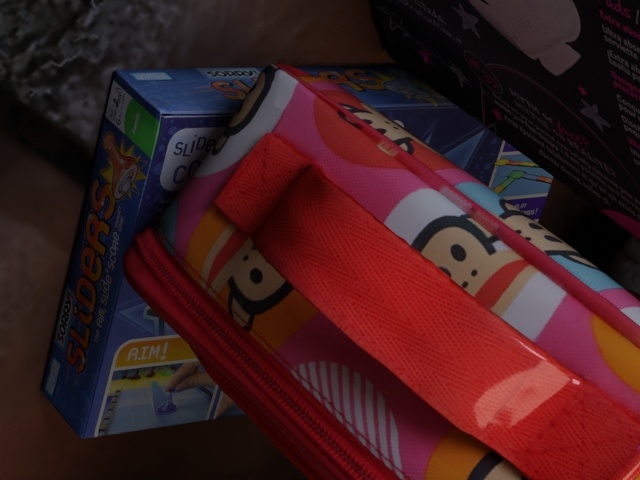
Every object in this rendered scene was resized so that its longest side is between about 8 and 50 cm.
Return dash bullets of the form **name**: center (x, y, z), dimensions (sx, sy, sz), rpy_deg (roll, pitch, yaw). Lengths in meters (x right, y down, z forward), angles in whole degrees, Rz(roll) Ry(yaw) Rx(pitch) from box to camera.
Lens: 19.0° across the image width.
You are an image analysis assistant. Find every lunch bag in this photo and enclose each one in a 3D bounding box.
- **lunch bag**: center (0.076, 0.062, 0.598), dimensions (0.120, 0.293, 0.258), rpy_deg (-51, 137, 3)

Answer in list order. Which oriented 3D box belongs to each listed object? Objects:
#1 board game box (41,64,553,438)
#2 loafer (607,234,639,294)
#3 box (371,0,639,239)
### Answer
- **board game box**: center (0.000, 0.000, 0.736), dimensions (0.201, 0.035, 0.136), rpy_deg (-4, 122, -38)
- **loafer**: center (0.233, 0.070, 0.924), dimensions (0.319, 0.112, 0.111), rpy_deg (20, 98, -46)
- **box**: center (0.136, -0.101, 0.616), dimensions (0.163, 0.247, 0.142), rpy_deg (-37, 138, -13)
